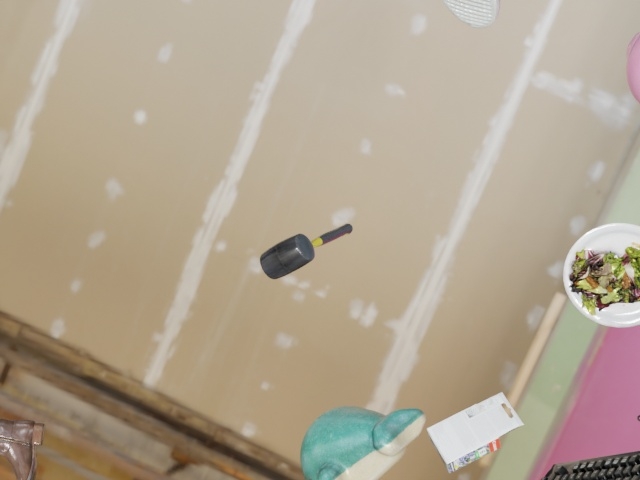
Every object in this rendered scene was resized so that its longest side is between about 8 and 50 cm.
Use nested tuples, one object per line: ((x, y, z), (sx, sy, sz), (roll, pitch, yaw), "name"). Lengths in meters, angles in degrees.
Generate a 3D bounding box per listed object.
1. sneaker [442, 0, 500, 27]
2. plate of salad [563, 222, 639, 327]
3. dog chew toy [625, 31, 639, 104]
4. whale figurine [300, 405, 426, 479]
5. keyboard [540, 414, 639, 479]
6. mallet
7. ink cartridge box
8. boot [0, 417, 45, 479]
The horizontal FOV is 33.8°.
((0.242, -0.497, 1.707), (0.102, 0.161, 0.282), (-1, 127, 44), "sneaker")
((0.539, 0.067, 1.898), (0.200, 0.199, 0.048), (25, -158, 7), "plate of salad")
((0.492, -0.168, 1.207), (0.207, 0.206, 0.332), (16, -163, -46), "dog chew toy")
((0.064, 0.332, 1.755), (0.216, 0.272, 0.141), (-33, -99, -34), "whale figurine")
((0.321, 0.221, 1.038), (0.033, 0.201, 0.317), (53, 151, -2), "keyboard")
((0.000, 0.000, 1.302), (0.190, 0.062, 0.039), (-26, -92, -54), "mallet")
((0.206, 0.254, 1.395), (0.029, 0.115, 0.063), (70, 173, -46), "ink cartridge box")
((-0.413, 0.270, 1.322), (0.114, 0.106, 0.037), (10, 155, -5), "boot")
